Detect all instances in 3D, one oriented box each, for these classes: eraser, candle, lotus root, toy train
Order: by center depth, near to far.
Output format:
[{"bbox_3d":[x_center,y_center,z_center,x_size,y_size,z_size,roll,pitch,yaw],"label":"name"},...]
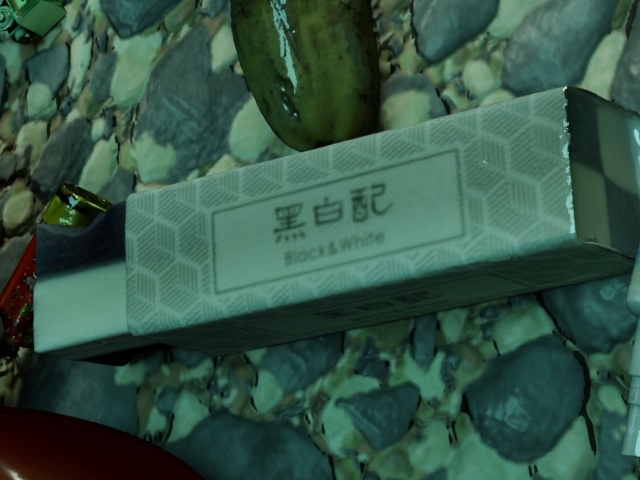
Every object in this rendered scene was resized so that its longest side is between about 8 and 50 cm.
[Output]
[{"bbox_3d":[0.000,0.000,1.120,0.404,0.096,0.098,-13,72,33],"label":"eraser"},{"bbox_3d":[-0.011,-0.132,1.169,0.080,0.089,0.179,127,137,-68],"label":"lotus root"},{"bbox_3d":[-0.190,0.026,1.282,0.052,0.052,0.130,35,99,37],"label":"candle"},{"bbox_3d":[-0.229,-0.187,1.377,0.053,0.033,0.083,-39,58,17],"label":"toy train"}]

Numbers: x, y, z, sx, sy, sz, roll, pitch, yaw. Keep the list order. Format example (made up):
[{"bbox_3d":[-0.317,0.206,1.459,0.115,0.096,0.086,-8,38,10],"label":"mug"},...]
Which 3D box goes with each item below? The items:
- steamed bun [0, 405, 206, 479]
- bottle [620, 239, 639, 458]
[{"bbox_3d":[-0.198,0.224,1.118,0.379,0.235,0.248,1,85,38],"label":"steamed bun"},{"bbox_3d":[0.198,0.013,0.992,0.060,0.060,0.217,11,85,38],"label":"bottle"}]
